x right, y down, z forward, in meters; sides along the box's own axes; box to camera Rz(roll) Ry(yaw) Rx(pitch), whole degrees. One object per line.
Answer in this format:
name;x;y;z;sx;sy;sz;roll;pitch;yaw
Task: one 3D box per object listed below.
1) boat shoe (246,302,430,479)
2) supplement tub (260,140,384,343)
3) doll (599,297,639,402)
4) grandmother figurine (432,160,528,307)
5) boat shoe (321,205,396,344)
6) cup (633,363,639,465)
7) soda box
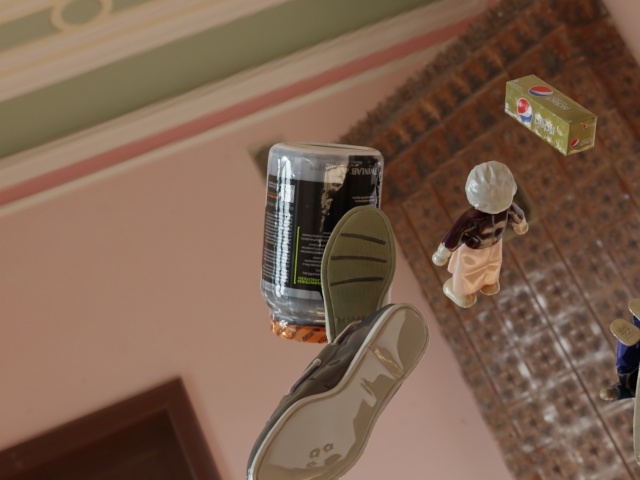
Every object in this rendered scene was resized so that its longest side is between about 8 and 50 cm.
boat shoe;0.016;0.205;1.313;0.335;0.112;0.095;-45;13;-33
supplement tub;0.000;0.000;1.742;0.193;0.316;0.193;5;9;-1
doll;0.399;0.154;1.327;0.129;0.046;0.189;-45;-39;-15
grandmother figurine;0.297;-0.013;1.966;0.207;0.104;0.342;-32;-32;-25
boat shoe;0.053;0.102;1.551;0.113;0.303;0.103;5;-20;2
cup;0.548;0.147;1.305;0.236;0.331;0.331;10;-3;28
soda box;0.385;-0.213;1.771;0.058;0.181;0.061;-18;-53;-20
